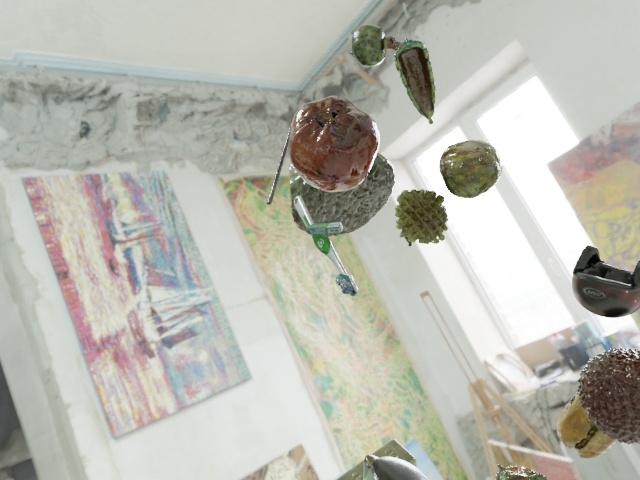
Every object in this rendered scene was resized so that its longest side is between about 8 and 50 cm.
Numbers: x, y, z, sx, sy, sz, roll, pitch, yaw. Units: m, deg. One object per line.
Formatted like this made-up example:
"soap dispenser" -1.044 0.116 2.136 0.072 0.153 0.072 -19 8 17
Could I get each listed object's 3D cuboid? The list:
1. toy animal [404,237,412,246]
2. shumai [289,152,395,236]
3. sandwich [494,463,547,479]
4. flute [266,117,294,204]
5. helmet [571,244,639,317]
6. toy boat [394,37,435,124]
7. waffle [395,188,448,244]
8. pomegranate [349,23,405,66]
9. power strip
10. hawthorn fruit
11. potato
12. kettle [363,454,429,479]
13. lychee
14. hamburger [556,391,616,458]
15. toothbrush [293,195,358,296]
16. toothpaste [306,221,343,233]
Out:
"toy animal" 0.303 -0.045 1.638 0.219 0.086 0.069 -69 2 -50
"shumai" 0.024 -0.226 1.848 0.395 0.348 0.395 -21 -41 -20
"sandwich" 0.432 0.599 1.136 0.109 0.184 0.160 11 -19 -6
"flute" -0.097 -0.206 1.306 0.014 0.269 0.014 11 -25 5
"helmet" 0.813 0.119 1.438 0.216 0.193 0.189 -13 23 -40
"toy boat" 0.318 -0.521 1.668 0.109 0.099 0.292 -17 -50 15
"waffle" 0.304 -0.072 1.531 0.184 0.169 0.036 2 -10 -19
"pomegranate" 0.160 -0.560 1.469 0.162 0.122 0.122 1 -4 18
"power strip" 0.159 0.695 1.506 0.257 0.070 0.105 -24 32 -28
"hawthorn fruit" 0.023 -0.175 1.014 0.185 0.185 0.202 -24 -29 -9
"potato" 0.434 -0.221 1.489 0.298 0.176 0.141 -65 -14 -55
"kettle" 0.177 0.663 1.201 0.165 0.241 0.255 -5 -64 -69
"lychee" 0.881 0.431 1.454 0.276 0.275 0.304 -27 -38 1
"hamburger" 0.960 0.594 1.771 0.284 0.174 0.304 -26 -36 -38
"toothbrush" 0.004 0.001 1.305 0.040 0.418 0.042 17 -63 -31
"toothpaste" 0.009 -0.028 1.170 0.083 0.017 0.020 -3 -43 27
